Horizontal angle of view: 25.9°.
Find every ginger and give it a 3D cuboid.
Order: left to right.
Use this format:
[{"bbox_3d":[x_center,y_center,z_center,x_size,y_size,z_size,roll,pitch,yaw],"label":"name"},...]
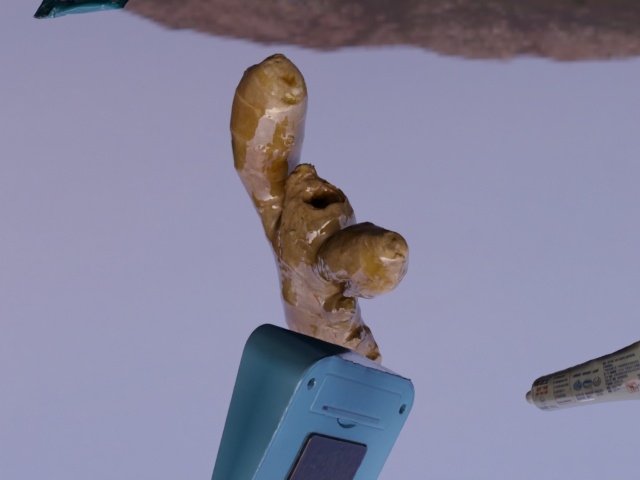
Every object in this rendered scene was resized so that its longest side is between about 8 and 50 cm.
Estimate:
[{"bbox_3d":[-0.021,-0.004,1.711,0.122,0.348,0.363,-25,-120,-28],"label":"ginger"}]

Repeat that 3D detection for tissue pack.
[{"bbox_3d":[-0.237,-0.270,1.489,0.138,0.028,0.085,-1,-129,36],"label":"tissue pack"}]

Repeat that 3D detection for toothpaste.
[{"bbox_3d":[0.342,0.179,1.754,0.047,0.069,0.268,8,163,-25],"label":"toothpaste"}]

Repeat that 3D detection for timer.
[{"bbox_3d":[-0.026,0.230,1.471,0.091,0.250,0.232,23,179,34],"label":"timer"}]
